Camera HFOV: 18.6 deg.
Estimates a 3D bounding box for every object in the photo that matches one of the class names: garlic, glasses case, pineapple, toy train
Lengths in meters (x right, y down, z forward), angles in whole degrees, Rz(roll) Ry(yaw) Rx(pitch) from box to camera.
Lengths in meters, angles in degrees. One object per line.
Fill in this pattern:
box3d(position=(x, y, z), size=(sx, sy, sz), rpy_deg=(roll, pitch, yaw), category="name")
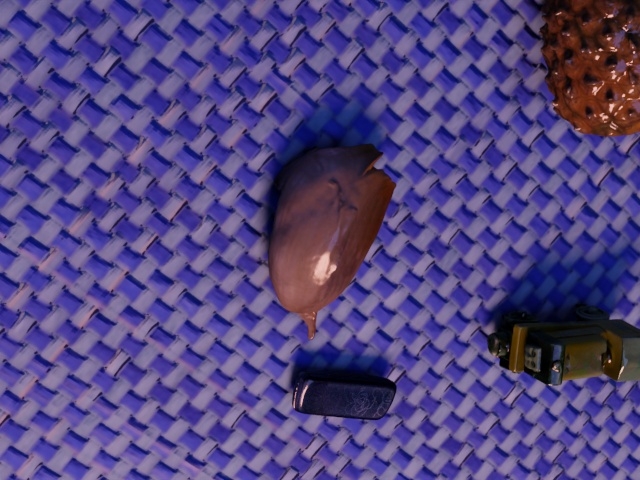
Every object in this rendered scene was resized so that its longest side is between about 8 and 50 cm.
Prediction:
box3d(position=(0.003, 0.003, 1.345), size=(0.084, 0.066, 0.152), rpy_deg=(16, 103, -37), category="garlic")
box3d(position=(0.015, 0.112, 1.435), size=(0.083, 0.023, 0.033), rpy_deg=(8, 115, -31), category="glasses case")
box3d(position=(0.188, -0.200, 1.332), size=(0.125, 0.125, 0.251), rpy_deg=(-23, 118, -19), category="pineapple")
box3d(position=(0.190, 0.082, 1.487), size=(0.122, 0.081, 0.050), rpy_deg=(-3, 109, -29), category="toy train")
